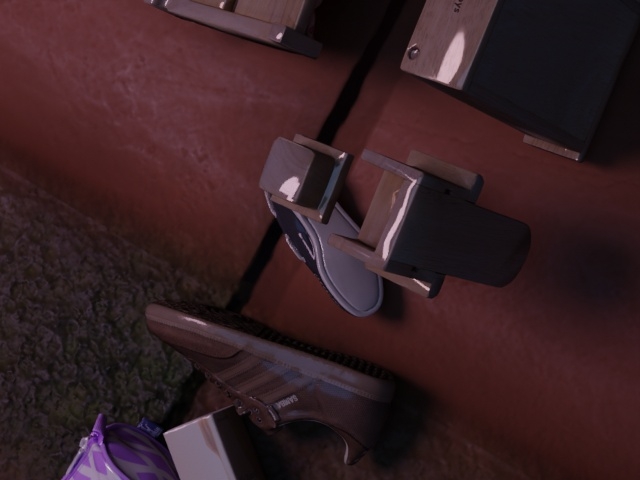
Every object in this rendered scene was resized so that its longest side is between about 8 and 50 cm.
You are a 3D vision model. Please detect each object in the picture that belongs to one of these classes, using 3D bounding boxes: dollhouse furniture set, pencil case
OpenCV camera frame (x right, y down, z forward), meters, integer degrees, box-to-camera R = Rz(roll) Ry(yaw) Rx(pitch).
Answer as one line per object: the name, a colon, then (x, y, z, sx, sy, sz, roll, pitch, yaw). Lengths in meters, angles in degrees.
dollhouse furniture set: (0.013, -0.160, 0.762, 0.355, 0.174, 0.303, 26, 97, 38)
pencil case: (-0.185, 0.223, 0.790, 0.088, 0.086, 0.206, 36, 98, -22)

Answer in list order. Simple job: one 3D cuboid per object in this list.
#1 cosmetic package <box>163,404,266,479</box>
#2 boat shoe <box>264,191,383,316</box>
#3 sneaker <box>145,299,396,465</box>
cosmetic package: (-0.064, 0.178, 0.775, 0.041, 0.060, 0.115, -23, 85, 12)
boat shoe: (0.000, 0.000, 0.770, 0.046, 0.038, 0.125, -31, 87, -30)
sneaker: (-0.044, 0.098, 0.766, 0.188, 0.066, 0.071, 19, 95, 15)
